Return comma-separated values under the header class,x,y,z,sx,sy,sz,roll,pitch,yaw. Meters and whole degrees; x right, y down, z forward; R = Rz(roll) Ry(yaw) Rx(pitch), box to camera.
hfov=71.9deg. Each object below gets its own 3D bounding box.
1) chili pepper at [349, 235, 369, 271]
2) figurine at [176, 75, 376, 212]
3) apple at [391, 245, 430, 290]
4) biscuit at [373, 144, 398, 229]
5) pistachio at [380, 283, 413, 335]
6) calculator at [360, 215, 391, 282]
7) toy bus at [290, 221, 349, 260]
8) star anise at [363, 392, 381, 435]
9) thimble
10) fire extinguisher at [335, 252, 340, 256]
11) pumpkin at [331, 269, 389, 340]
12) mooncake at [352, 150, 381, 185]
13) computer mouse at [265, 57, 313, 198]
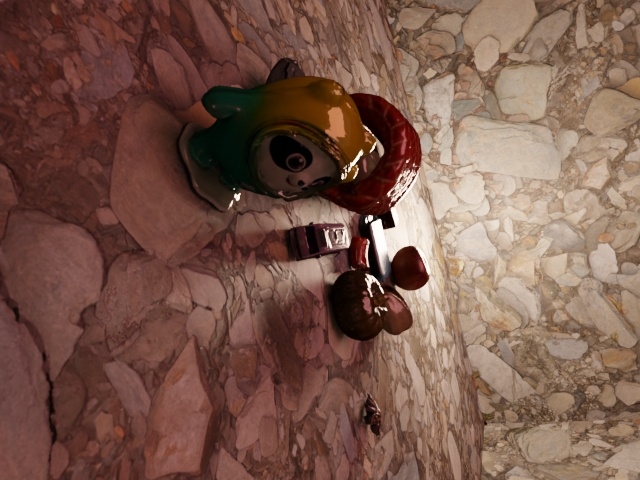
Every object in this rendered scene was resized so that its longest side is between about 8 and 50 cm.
class,x,y,z,sx,sy,sz,roll,pitch,yaw
chili pepper,0.137,0.044,1.547,0.070,0.073,0.123,123,-27,-61
figurine,-0.078,-0.190,0.849,0.323,0.340,0.231,45,39,-53
apple,0.396,0.127,1.975,0.201,0.162,0.201,53,23,-34
biscuit,0.255,-0.237,1.936,0.388,0.073,0.107,69,24,-17
pistachio,0.265,0.261,1.647,0.206,0.132,0.129,63,19,-21
calculator,0.223,0.029,1.761,0.173,0.051,0.292,-23,101,-67
toy bus,0.000,0.000,1.212,0.199,0.108,0.096,-6,83,-66
star anise,0.158,0.540,1.354,0.129,0.056,0.124,8,68,-81
thimble,0.125,-0.257,1.353,0.231,0.351,0.349,13,67,-66
fire extinguisher,0.049,-0.002,1.417,0.046,0.032,0.100,58,23,-59
pumpkin,0.134,0.197,1.353,0.219,0.163,0.218,49,32,-46
mooncake,0.168,-0.245,1.680,0.275,0.135,0.274,42,39,-47
computer mouse,-0.085,-0.288,1.156,0.203,0.114,0.373,18,65,-60
